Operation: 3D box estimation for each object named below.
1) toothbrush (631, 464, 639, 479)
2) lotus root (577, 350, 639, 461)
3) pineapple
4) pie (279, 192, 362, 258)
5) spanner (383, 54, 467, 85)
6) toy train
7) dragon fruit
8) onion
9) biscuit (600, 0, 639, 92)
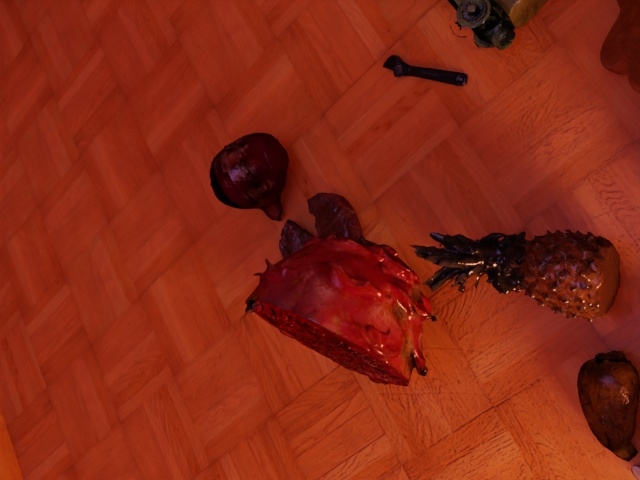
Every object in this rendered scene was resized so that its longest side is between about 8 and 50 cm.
[{"bbox_3d":[0.622,0.483,1.289,0.288,0.024,0.021,49,117,26],"label":"toothbrush"},{"bbox_3d":[0.499,0.288,1.352,0.108,0.094,0.191,169,96,-71],"label":"lotus root"},{"bbox_3d":[0.351,0.042,1.437,0.364,0.165,0.166,10,93,39],"label":"pineapple"},{"bbox_3d":[0.000,0.000,1.766,0.204,0.054,0.219,46,113,30],"label":"pie"},{"bbox_3d":[0.217,-0.354,1.654,0.208,0.012,0.046,20,98,36],"label":"spanner"},{"bbox_3d":[0.301,-0.511,1.531,0.189,0.126,0.308,-46,62,25],"label":"toy train"},{"bbox_3d":[0.051,0.121,1.558,0.249,0.370,0.386,-61,23,-14],"label":"dragon fruit"},{"bbox_3d":[-0.137,-0.138,1.820,0.139,0.195,0.218,-22,108,33],"label":"onion"},{"bbox_3d":[0.583,-0.418,1.282,0.275,0.052,0.355,-112,37,-59],"label":"biscuit"}]
